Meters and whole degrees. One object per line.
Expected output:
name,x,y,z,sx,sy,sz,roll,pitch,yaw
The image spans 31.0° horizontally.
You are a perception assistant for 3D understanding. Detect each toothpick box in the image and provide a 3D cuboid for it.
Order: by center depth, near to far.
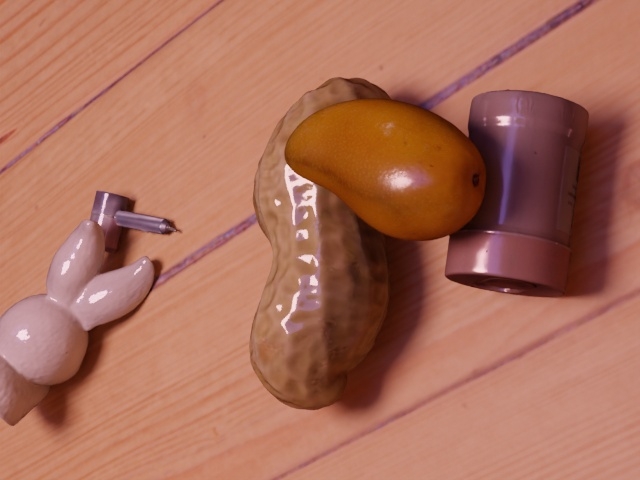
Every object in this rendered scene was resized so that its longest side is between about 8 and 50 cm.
toothpick box,0.159,-0.036,0.932,0.098,0.098,0.149,4,80,37

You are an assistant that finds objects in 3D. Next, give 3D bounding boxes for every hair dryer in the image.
hair dryer,-0.198,-0.014,1.230,0.114,0.037,0.063,9,85,30

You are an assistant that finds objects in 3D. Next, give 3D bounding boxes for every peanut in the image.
peanut,0.000,0.000,1.024,0.136,0.120,0.298,-1,78,31

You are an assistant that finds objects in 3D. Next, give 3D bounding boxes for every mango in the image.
mango,0.052,-0.060,0.913,0.184,0.085,0.102,24,83,42

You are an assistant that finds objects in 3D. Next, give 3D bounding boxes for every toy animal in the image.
toy animal,-0.277,0.084,1.230,0.104,0.131,0.221,44,80,7
